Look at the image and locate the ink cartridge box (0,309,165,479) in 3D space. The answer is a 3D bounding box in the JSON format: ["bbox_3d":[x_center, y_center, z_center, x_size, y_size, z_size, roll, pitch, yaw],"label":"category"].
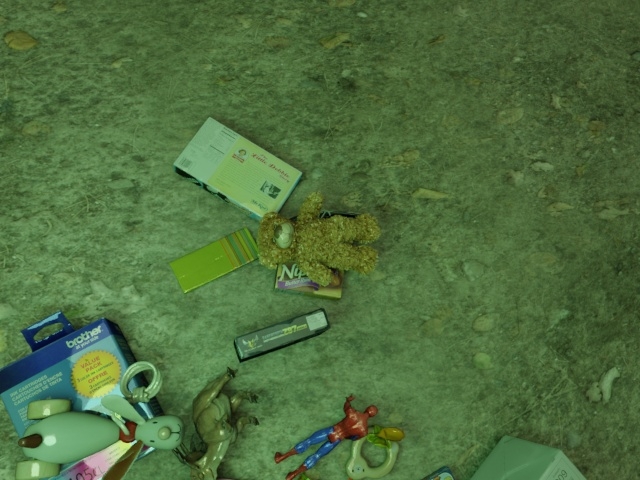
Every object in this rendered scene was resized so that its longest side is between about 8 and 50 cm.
[{"bbox_3d":[-0.561,0.365,1.178,0.270,0.151,0.395,-29,79,-17],"label":"ink cartridge box"}]

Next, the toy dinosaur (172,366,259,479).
[{"bbox_3d":[-0.263,0.430,1.194,0.200,0.127,0.295,-32,37,15],"label":"toy dinosaur"}]

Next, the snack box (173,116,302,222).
[{"bbox_3d":[-0.236,-0.198,1.452,0.322,0.060,0.187,31,71,0],"label":"snack box"}]

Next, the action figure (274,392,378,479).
[{"bbox_3d":[0.027,0.494,1.285,0.280,0.139,0.091,-33,84,5],"label":"action figure"}]

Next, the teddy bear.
[{"bbox_3d":[0.000,0.000,1.336,0.338,0.113,0.245,22,93,-8],"label":"teddy bear"}]

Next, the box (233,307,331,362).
[{"bbox_3d":[-0.103,0.245,1.277,0.233,0.183,0.059,-16,76,-14],"label":"box"}]

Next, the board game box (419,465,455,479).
[{"bbox_3d":[0.274,0.694,1.288,0.201,0.035,0.136,-23,79,-16],"label":"board game box"}]

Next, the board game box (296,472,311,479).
[{"bbox_3d":[0.016,0.653,1.223,0.181,0.092,0.043,41,70,4],"label":"board game box"}]

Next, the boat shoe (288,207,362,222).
[{"bbox_3d":[0.012,-0.042,1.440,0.255,0.079,0.095,0,77,-9],"label":"boat shoe"}]

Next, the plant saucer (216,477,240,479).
[{"bbox_3d":[-0.237,0.728,1.159,0.332,0.084,0.332,3,74,-9],"label":"plant saucer"}]

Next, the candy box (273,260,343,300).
[{"bbox_3d":[-0.032,0.100,1.404,0.187,0.053,0.109,11,71,-8],"label":"candy box"}]

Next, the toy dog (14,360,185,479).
[{"bbox_3d":[-0.464,0.393,1.022,0.334,0.161,0.220,-20,78,-16],"label":"toy dog"}]

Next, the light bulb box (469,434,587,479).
[{"bbox_3d":[0.519,0.742,1.198,0.358,0.225,0.361,-42,92,-19],"label":"light bulb box"}]

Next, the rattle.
[{"bbox_3d":[0.127,0.565,1.250,0.200,0.143,0.130,-40,102,-25],"label":"rattle"}]

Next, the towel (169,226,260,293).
[{"bbox_3d":[-0.288,0.054,1.390,0.237,0.021,0.102,-26,74,-16],"label":"towel"}]
